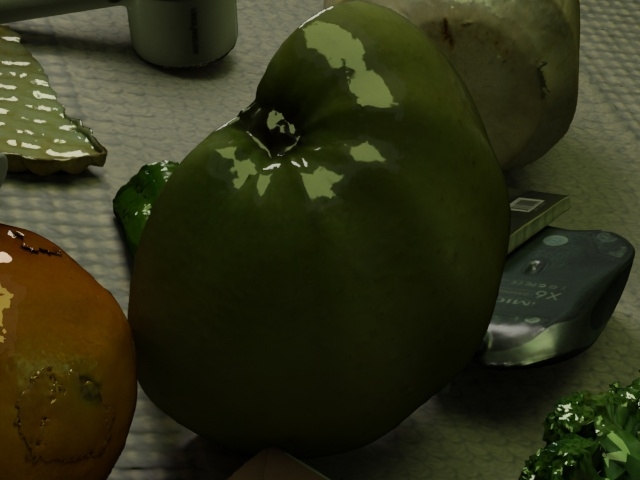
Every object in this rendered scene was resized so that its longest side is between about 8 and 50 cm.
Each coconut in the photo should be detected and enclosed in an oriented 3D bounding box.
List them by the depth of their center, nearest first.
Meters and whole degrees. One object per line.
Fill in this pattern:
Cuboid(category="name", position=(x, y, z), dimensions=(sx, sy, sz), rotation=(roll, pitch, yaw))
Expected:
Cuboid(category="coconut", position=(0.145, -0.227, 2.153), dimensions=(0.323, 0.323, 0.323), rotation=(12, 32, -7))

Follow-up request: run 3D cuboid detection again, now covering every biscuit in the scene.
Cuboid(category="biscuit", position=(-0.353, -0.143, 2.021), dimensions=(0.187, 0.036, 0.273), rotation=(-4, 37, -30))

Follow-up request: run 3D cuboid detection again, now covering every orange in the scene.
Cuboid(category="orange", position=(-0.260, 0.109, 1.478), dimensions=(0.246, 0.246, 0.246), rotation=(12, 32, -7))

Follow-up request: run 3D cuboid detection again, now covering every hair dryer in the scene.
Cuboid(category="hair dryer", position=(-0.275, -0.286, 2.173), dimensions=(0.362, 0.203, 0.128), rotation=(-10, 40, -9))

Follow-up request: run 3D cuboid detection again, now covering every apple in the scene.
Cuboid(category="apple", position=(0.000, 0.000, 1.600), dimensions=(0.311, 0.360, 0.320), rotation=(-8, 60, 8))

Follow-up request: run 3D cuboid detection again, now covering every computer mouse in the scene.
Cuboid(category="computer mouse", position=(0.184, 0.081, 1.855), dimensions=(0.167, 0.090, 0.379), rotation=(7, 25, 28))

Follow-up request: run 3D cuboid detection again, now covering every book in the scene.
Cuboid(category="book", position=(0.119, -0.028, 1.989), dimensions=(0.228, 0.024, 0.160), rotation=(7, 24, 32))

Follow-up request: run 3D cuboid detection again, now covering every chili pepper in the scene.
Cuboid(category="chili pepper", position=(-0.137, 0.029, 1.783), dimensions=(0.076, 0.085, 0.359), rotation=(52, 7, -28))

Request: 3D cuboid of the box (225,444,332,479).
Cuboid(category="box", position=(-0.017, 0.273, 1.473), dimensions=(0.215, 0.086, 0.215), rotation=(30, 34, 20))

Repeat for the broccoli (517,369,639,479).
Cuboid(category="broccoli", position=(0.317, 0.237, 1.481), dimensions=(0.413, 0.310, 0.321), rotation=(33, 17, -12))

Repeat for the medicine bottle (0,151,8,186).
Cuboid(category="medicine bottle", position=(-0.354, -0.077, 1.895), dimensions=(0.089, 0.057, 0.057), rotation=(27, 33, 15))
